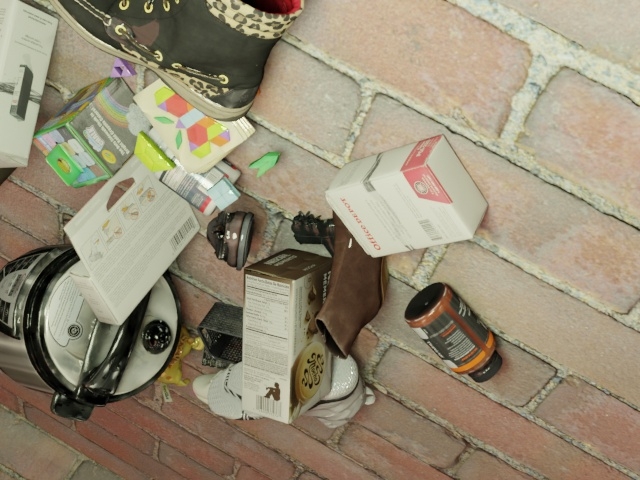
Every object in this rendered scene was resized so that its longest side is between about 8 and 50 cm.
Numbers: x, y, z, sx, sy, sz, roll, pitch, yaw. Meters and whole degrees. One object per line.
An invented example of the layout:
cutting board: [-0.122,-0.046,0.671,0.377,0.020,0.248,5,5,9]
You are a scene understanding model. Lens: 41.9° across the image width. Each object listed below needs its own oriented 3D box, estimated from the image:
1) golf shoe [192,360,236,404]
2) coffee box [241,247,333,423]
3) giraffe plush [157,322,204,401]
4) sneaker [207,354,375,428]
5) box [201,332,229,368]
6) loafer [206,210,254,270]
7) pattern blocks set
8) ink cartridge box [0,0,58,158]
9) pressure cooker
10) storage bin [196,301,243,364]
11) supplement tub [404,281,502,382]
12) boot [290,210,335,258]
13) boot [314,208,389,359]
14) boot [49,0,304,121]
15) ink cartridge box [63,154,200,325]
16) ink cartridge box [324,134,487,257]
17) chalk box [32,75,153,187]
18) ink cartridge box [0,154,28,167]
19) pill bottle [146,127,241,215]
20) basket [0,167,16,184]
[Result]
golf shoe: [-0.204,0.346,2.105,0.306,0.115,0.140,-3,120,30]
coffee box: [-0.062,0.183,1.650,0.119,0.168,0.297,11,108,28]
giraffe plush: [-0.392,0.273,2.115,0.210,0.181,0.170,49,125,27]
sneaker: [-0.059,0.354,1.884,0.366,0.137,0.210,-14,147,19]
box: [-0.259,0.273,2.073,0.067,0.083,0.018,4,174,33]
loafer: [-0.177,-0.004,1.571,0.095,0.109,0.302,12,177,-4]
pattern blocks set: [-0.221,-0.216,1.450,0.325,0.026,0.285,41,120,-8]
ink cartridge box: [-0.614,-0.298,1.528,0.197,0.272,0.114,12,179,26]
pressure cooker: [-0.523,0.177,1.898,0.421,0.376,0.369,-2,109,49]
storage bin: [-0.184,0.226,1.958,0.180,0.084,0.122,10,137,27]
supplement tub: [0.254,0.178,1.562,0.198,0.106,0.106,46,141,-16]
boot: [0.000,0.001,1.601,0.099,0.045,0.121,4,127,30]
boot: [0.049,0.066,1.502,0.090,0.206,0.248,5,135,33]
boot: [-0.217,-0.358,1.222,0.377,0.138,0.284,37,149,-9]
ink cartridge box: [-0.378,-0.027,1.640,0.066,0.296,0.261,9,136,30]
ink cartridge box: [0.140,-0.067,1.382,0.218,0.092,0.158,-14,123,42]
chalk box: [-0.436,-0.189,1.569,0.132,0.213,0.132,-9,126,42]
ink cartridge box: [-0.702,-0.232,1.713,0.220,0.160,0.092,0,164,18]
pill bottle: [-0.251,-0.139,1.577,0.180,0.108,0.108,37,143,-4]
basket: [-0.800,-0.144,1.879,0.154,0.226,0.204,38,144,-7]
